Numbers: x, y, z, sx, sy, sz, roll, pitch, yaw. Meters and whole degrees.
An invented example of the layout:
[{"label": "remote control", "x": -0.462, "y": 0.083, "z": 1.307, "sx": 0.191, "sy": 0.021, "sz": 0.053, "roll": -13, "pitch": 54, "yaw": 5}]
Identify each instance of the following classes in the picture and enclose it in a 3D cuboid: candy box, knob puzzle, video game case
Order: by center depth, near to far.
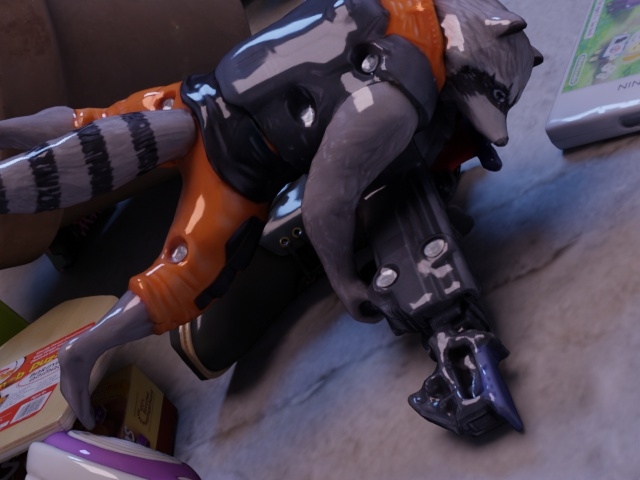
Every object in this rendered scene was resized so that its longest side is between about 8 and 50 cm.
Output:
[{"label": "video game case", "x": 0.245, "y": -0.154, "z": 1.120, "sx": 0.193, "sy": 0.023, "sz": 0.212, "roll": -12, "pitch": 40, "yaw": 39}, {"label": "candy box", "x": -0.181, "y": 0.163, "z": 1.155, "sx": 0.187, "sy": 0.053, "sz": 0.109, "roll": -27, "pitch": 31, "yaw": 20}, {"label": "knob puzzle", "x": -0.187, "y": 0.099, "z": 1.167, "sx": 0.213, "sy": 0.030, "sz": 0.213, "roll": -32, "pitch": 18, "yaw": 12}]

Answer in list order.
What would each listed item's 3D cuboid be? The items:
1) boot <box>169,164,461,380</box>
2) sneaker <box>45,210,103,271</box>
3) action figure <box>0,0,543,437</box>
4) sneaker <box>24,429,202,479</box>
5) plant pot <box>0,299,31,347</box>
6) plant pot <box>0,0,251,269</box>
[{"label": "boot", "x": 0.000, "y": 0.000, "z": 1.151, "sx": 0.137, "sy": 0.077, "sz": 0.198, "roll": -2, "pitch": 48, "yaw": 40}, {"label": "sneaker", "x": -0.188, "y": -0.024, "z": 1.423, "sx": 0.057, "sy": 0.047, "sz": 0.119, "roll": -20, "pitch": 36, "yaw": 11}, {"label": "action figure", "x": -0.018, "y": -0.031, "z": 1.029, "sx": 0.330, "sy": 0.178, "sz": 0.341, "roll": -29, "pitch": 47, "yaw": -1}, {"label": "sneaker", "x": -0.062, "y": 0.203, "z": 0.951, "sx": 0.305, "sy": 0.114, "sz": 0.152, "roll": 16, "pitch": 88, "yaw": 50}, {"label": "plant pot", "x": -0.360, "y": 0.104, "z": 1.276, "sx": 0.228, "sy": 0.227, "sz": 0.207, "roll": -5, "pitch": 52, "yaw": 43}, {"label": "plant pot", "x": -0.177, "y": -0.121, "z": 1.322, "sx": 0.229, "sy": 0.263, "sz": 0.263, "roll": -13, "pitch": 18, "yaw": -28}]
